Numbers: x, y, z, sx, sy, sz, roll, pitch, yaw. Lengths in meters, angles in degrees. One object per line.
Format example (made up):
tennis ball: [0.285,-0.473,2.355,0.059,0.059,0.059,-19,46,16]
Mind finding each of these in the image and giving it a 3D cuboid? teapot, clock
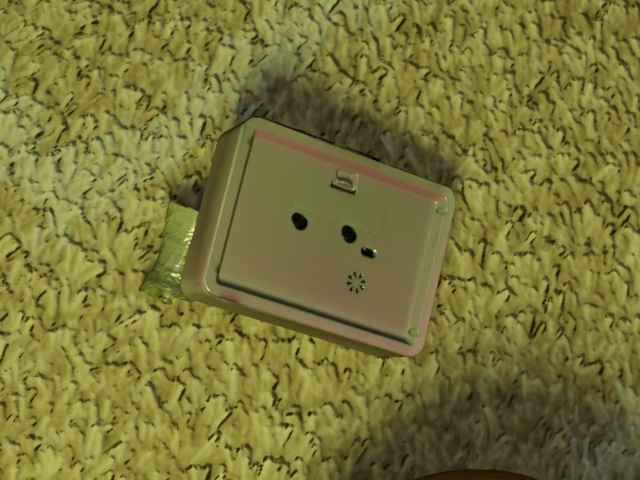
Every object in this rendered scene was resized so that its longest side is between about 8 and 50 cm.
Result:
teapot: [-0.109,0.015,1.162,0.067,0.057,0.083,22,85,24]
clock: [0.000,0.000,1.143,0.197,0.063,0.150,18,77,-22]

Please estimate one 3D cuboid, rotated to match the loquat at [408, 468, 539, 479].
loquat: [0.104,0.325,1.000,0.329,0.328,0.328,1,79,-6]
